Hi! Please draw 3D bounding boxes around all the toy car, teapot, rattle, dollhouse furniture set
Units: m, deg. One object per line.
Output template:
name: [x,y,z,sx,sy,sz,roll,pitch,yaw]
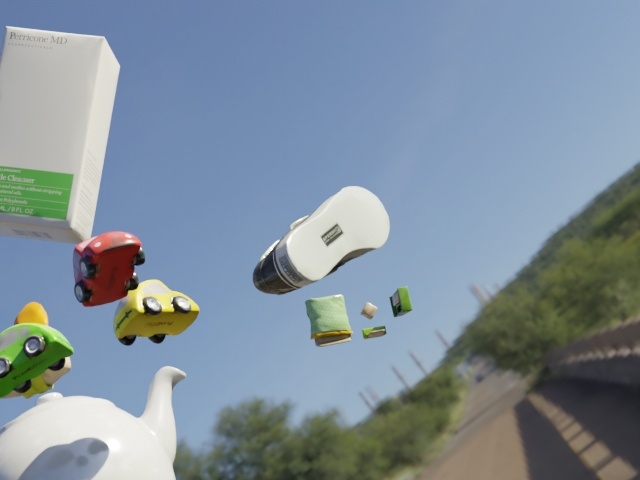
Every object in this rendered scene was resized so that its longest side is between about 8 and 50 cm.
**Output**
toy car: [-0.255,0.082,1.257,0.225,0.053,0.239,-32,-26,-1]
teapot: [-0.304,0.268,1.437,0.256,0.187,0.252,5,-38,-46]
rattle: [-0.430,0.130,1.596,0.199,0.143,0.130,12,-22,-43]
dollhouse furniture set: [0.057,0.109,1.831,0.151,0.076,0.058,-9,-13,-11]

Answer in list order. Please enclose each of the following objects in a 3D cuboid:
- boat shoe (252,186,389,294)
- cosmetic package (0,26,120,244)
boat shoe: [0.000,0.000,1.352,0.070,0.078,0.219,-28,0,36]
cosmetic package: [-0.501,-0.189,2.250,0.196,0.366,0.155,5,-12,3]
